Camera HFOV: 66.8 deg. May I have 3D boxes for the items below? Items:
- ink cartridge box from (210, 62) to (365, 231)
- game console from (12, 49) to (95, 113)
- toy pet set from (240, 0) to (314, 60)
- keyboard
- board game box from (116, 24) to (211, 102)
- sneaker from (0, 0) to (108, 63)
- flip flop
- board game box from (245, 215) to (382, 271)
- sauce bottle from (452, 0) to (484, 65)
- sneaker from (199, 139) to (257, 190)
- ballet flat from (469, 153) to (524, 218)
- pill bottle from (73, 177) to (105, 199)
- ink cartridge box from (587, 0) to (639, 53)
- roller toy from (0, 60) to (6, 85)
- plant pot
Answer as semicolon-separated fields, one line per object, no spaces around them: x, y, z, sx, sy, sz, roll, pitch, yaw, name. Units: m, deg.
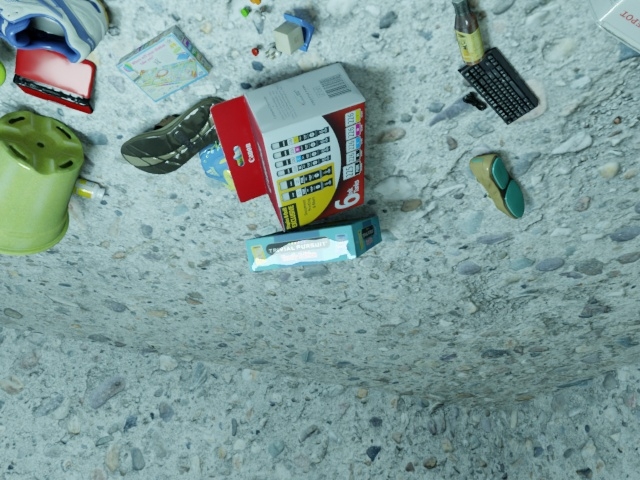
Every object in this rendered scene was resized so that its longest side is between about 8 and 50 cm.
-0.054;-0.169;1.013;0.271;0.130;0.309;-21;147;-8;ink cartridge box
-0.546;-0.337;1.012;0.144;0.085;0.124;17;176;-17;game console
-0.075;-0.385;0.863;0.114;0.065;0.122;30;153;27;toy pet set
0.344;-0.293;0.965;0.180;0.023;0.108;31;138;-33;keyboard
-0.309;-0.344;0.960;0.154;0.026;0.103;-15;142;27;board game box
-0.524;-0.397;0.815;0.296;0.131;0.112;14;147;-12;sneaker
-0.320;-0.239;1.086;0.277;0.080;0.112;-27;133;17;flip flop
0.000;0.000;1.225;0.253;0.079;0.336;-8;-176;17;board game box
0.256;-0.368;0.847;0.042;0.042;0.128;-12;141;24;sauce bottle
-0.213;-0.199;1.111;0.126;0.091;0.240;16;145;-14;sneaker
0.426;-0.132;1.171;0.073;0.080;0.232;12;156;45;ballet flat
-0.621;-0.137;1.294;0.083;0.043;0.043;19;144;-20;pill bottle
0.545;-0.397;0.721;0.158;0.092;0.218;18;142;-20;ink cartridge box
-0.717;-0.341;0.875;0.191;0.146;0.209;-29;151;2;roller toy
-0.683;-0.148;1.124;0.276;0.276;0.254;28;128;-31;plant pot
